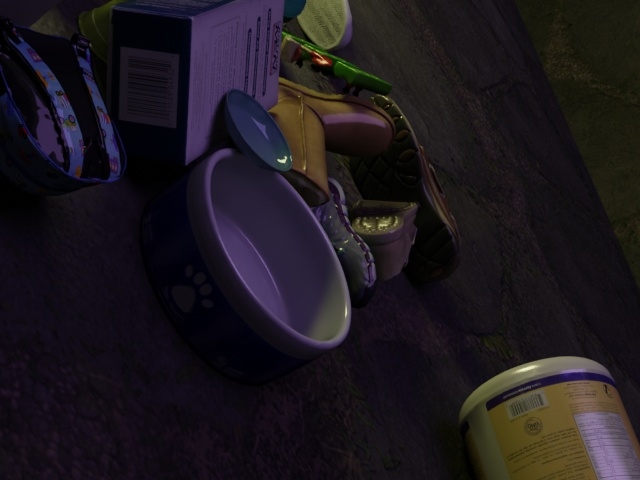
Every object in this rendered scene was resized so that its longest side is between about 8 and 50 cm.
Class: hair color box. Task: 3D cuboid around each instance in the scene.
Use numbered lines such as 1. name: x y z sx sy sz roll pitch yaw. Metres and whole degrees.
1. hair color box: -0.146 -0.223 1.474 0.347 0.105 0.174 -48 146 -66

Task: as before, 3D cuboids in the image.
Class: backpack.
1. backpack: -0.276 -0.115 1.162 0.173 0.117 0.158 63 23 12

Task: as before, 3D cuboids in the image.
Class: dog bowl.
1. dog bowl: -0.083 0.031 1.385 0.265 0.104 0.265 44 27 -29

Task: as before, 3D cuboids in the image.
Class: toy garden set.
1. toy garden set: -0.041 -0.279 1.796 0.244 0.049 0.204 32 12 30

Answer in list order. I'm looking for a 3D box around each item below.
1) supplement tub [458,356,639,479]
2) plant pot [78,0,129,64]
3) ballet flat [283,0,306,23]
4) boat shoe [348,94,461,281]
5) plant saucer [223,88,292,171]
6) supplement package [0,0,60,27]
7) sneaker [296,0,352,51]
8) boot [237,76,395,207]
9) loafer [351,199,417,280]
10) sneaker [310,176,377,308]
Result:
1. supplement tub: 0.350 0.358 1.674 0.241 0.241 0.331 29 37 -49
2. plant pot: -0.242 -0.269 1.466 0.083 0.079 0.083 43 28 -30
3. ballet flat: -0.151 -0.422 1.805 0.348 0.123 0.123 19 44 -57
4. boat shoe: 0.142 -0.083 1.976 0.324 0.122 0.120 69 19 5
5. plant saucer: -0.080 -0.128 1.428 0.119 0.021 0.119 44 24 -26
6. supplement package: -0.364 -0.313 1.156 0.177 0.175 0.293 58 23 3
7. sneaker: 0.019 -0.454 2.179 0.169 0.108 0.292 15 47 -54
8. boot: -0.003 -0.120 1.666 0.236 0.089 0.269 14 30 -8
9. loafer: 0.091 -0.004 1.795 0.268 0.102 0.092 -45 137 -74
10. sneaker: 0.000 0.000 1.650 0.098 0.083 0.224 11 42 -38
